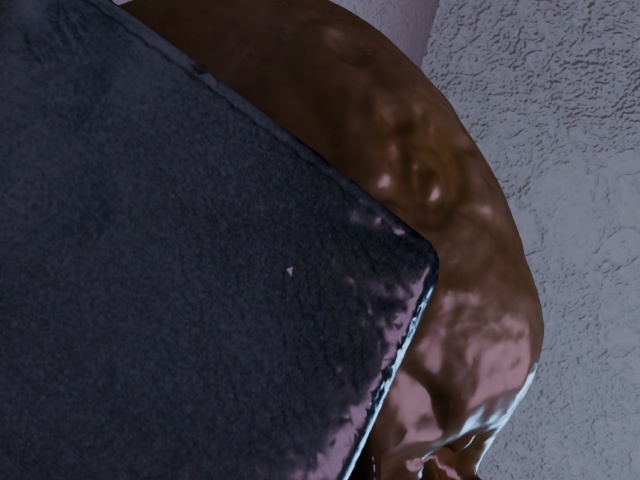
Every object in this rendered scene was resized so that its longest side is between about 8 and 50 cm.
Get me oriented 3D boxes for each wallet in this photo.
[{"bbox_3d":[-0.098,0.108,0.523,0.046,0.191,0.379,-15,-136,52],"label":"wallet"}]

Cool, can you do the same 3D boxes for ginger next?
[{"bbox_3d":[0.000,0.000,0.767,0.138,0.267,0.152,-18,154,-33],"label":"ginger"}]

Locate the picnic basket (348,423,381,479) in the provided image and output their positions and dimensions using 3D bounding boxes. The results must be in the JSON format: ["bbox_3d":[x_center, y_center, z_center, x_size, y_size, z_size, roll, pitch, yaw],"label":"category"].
[{"bbox_3d":[-0.066,0.069,0.661,0.138,0.178,0.128,-48,154,-76],"label":"picnic basket"}]
